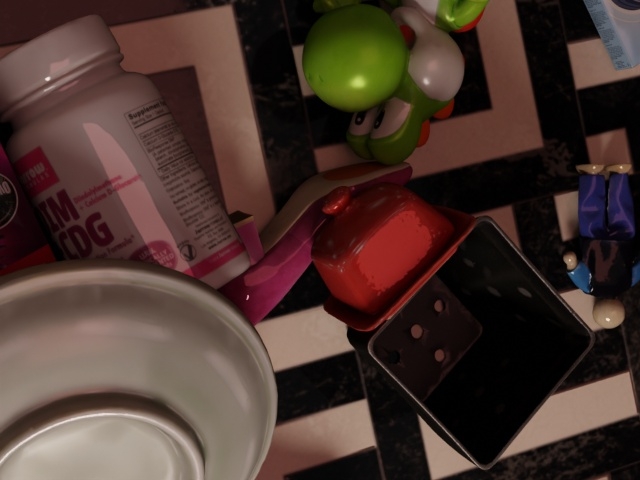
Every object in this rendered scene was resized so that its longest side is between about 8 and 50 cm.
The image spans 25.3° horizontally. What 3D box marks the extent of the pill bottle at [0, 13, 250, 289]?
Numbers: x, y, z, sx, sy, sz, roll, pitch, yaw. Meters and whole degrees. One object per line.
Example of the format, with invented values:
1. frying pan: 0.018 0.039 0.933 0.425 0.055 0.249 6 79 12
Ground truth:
1. pill bottle: -0.201 -0.061 1.370 0.160 0.160 0.283 -30 94 -18

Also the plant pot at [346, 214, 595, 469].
1. plant pot: 0.137 0.102 1.503 0.188 0.167 0.187 46 76 -14

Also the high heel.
1. high heel: 0.000 0.000 1.501 0.244 0.082 0.117 -25 110 -24

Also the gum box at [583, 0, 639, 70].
1. gum box: 0.372 -0.316 1.657 0.157 0.041 0.184 -32 102 -18

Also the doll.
1. doll: 0.334 0.007 1.642 0.129 0.046 0.189 0 90 -20

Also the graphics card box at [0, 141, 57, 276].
1. graphics card box: -0.382 -0.003 1.307 0.232 0.094 0.371 -28 110 -20

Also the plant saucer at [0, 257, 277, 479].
1. plant saucer: -0.219 0.207 1.302 0.400 0.100 0.401 -11 127 -15

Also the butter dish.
1. butter dish: 0.049 -0.005 1.417 0.160 0.160 0.118 -45 106 -7

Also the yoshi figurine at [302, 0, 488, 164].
1. yoshi figurine: 0.094 -0.264 1.483 0.203 0.203 0.362 21 85 -4
